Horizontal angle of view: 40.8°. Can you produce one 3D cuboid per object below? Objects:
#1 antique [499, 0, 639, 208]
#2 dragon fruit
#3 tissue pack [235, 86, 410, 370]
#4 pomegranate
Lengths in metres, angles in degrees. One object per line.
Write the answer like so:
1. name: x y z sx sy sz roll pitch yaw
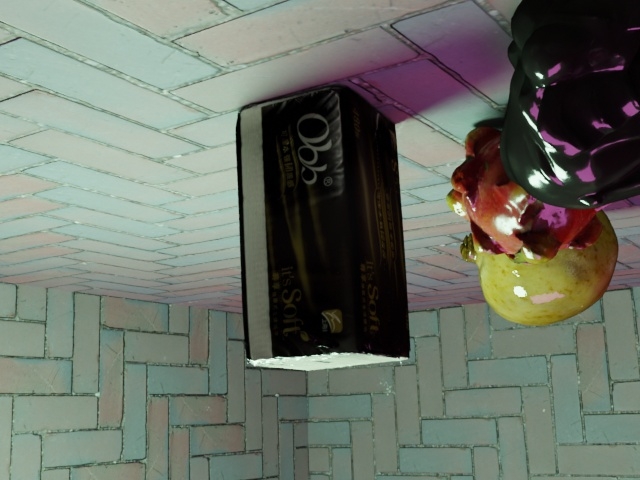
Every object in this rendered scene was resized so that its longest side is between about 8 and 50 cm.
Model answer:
1. antique: 0.321 -0.149 0.932 0.255 0.185 0.322 1 142 0
2. dragon fruit: 0.319 -0.093 1.245 0.227 0.243 0.307 23 124 -10
3. tissue pack: 0.000 0.000 1.200 0.198 0.370 0.210 -8 167 22
4. pomegranate: 0.453 0.034 1.716 0.307 0.307 0.307 -2 168 0
